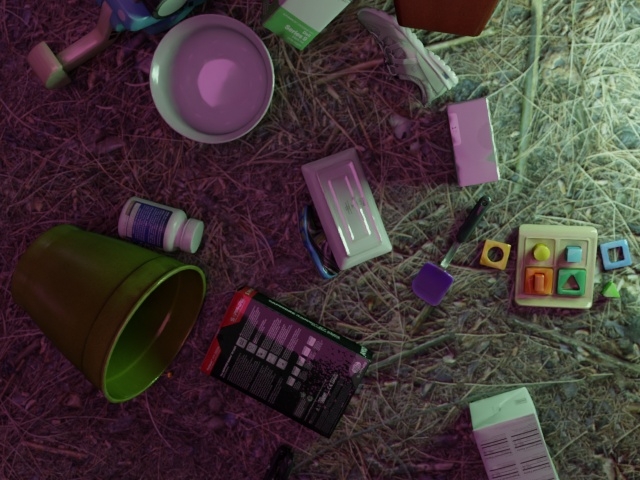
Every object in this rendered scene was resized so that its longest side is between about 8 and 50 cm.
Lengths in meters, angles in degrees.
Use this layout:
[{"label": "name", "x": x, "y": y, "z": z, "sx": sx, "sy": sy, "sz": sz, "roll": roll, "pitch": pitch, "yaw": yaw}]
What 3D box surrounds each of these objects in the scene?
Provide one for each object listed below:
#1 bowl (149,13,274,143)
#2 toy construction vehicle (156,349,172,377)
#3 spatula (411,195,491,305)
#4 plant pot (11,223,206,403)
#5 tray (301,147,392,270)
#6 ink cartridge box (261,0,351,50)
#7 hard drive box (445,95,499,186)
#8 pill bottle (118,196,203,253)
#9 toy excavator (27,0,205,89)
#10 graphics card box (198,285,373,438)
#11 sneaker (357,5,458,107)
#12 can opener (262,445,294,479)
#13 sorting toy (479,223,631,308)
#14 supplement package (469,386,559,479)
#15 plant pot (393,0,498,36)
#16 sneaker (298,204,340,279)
[{"label": "bowl", "x": -0.242, "y": -0.377, "z": 1.855, "sx": 0.298, "sy": 0.134, "sz": 0.297, "roll": 1, "pitch": 97, "yaw": 9}, {"label": "toy construction vehicle", "x": -0.432, "y": 0.317, "z": 2.013, "sx": 0.098, "sy": 0.035, "sz": 0.085, "roll": -6, "pitch": 84, "yaw": 6}, {"label": "spatula", "x": 0.320, "y": 0.019, "z": 1.870, "sx": 0.084, "sy": 0.030, "sz": 0.296, "roll": 32, "pitch": 100, "yaw": 6}, {"label": "plant pot", "x": -0.527, "y": 0.141, "z": 1.870, "sx": 0.353, "sy": 0.366, "sz": 0.366, "roll": 28, "pitch": 100, "yaw": 16}, {"label": "tray", "x": 0.067, "y": -0.077, "z": 1.871, "sx": 0.145, "sy": 0.030, "sz": 0.270, "roll": -21, "pitch": 93, "yaw": -14}, {"label": "ink cartridge box", "x": 0.005, "y": -0.591, "z": 1.698, "sx": 0.122, "sy": 0.211, "sz": 0.289, "roll": 28, "pitch": 133, "yaw": -31}, {"label": "hard drive box", "x": 0.335, "y": -0.218, "z": 1.741, "sx": 0.089, "sy": 0.232, "sz": 0.181, "roll": -9, "pitch": 94, "yaw": 9}, {"label": "pill bottle", "x": -0.390, "y": -0.033, "z": 1.925, "sx": 0.187, "sy": 0.112, "sz": 0.111, "roll": 16, "pitch": 98, "yaw": 7}, {"label": "toy excavator", "x": -0.456, "y": -0.547, "z": 1.839, "sx": 0.433, "sy": 0.445, "sz": 0.222, "roll": -35, "pitch": 89, "yaw": -31}, {"label": "graphics card box", "x": -0.083, "y": 0.297, "z": 1.928, "sx": 0.371, "sy": 0.094, "sz": 0.232, "roll": 27, "pitch": 99, "yaw": 6}, {"label": "sneaker", "x": 0.183, "y": -0.426, "z": 1.804, "sx": 0.281, "sy": 0.105, "sz": 0.115, "roll": 43, "pitch": 100, "yaw": 1}, {"label": "can opener", "x": -0.120, "y": 0.604, "z": 1.986, "sx": 0.059, "sy": 0.073, "sz": 0.186, "roll": 26, "pitch": 108, "yaw": -3}, {"label": "sorting toy", "x": 0.551, "y": 0.063, "z": 1.834, "sx": 0.348, "sy": 0.047, "sz": 0.195, "roll": 2, "pitch": 97, "yaw": 8}, {"label": "supplement package", "x": 0.450, "y": 0.482, "z": 1.820, "sx": 0.149, "sy": 0.194, "sz": 0.203, "roll": -19, "pitch": 94, "yaw": 10}, {"label": "plant pot", "x": 0.281, "y": -0.591, "z": 1.691, "sx": 0.268, "sy": 0.267, "sz": 0.235, "roll": 9, "pitch": 126, "yaw": 7}, {"label": "sneaker", "x": 0.000, "y": 0.000, "z": 1.906, "sx": 0.078, "sy": 0.067, "sz": 0.188, "roll": -23, "pitch": 91, "yaw": -11}]
